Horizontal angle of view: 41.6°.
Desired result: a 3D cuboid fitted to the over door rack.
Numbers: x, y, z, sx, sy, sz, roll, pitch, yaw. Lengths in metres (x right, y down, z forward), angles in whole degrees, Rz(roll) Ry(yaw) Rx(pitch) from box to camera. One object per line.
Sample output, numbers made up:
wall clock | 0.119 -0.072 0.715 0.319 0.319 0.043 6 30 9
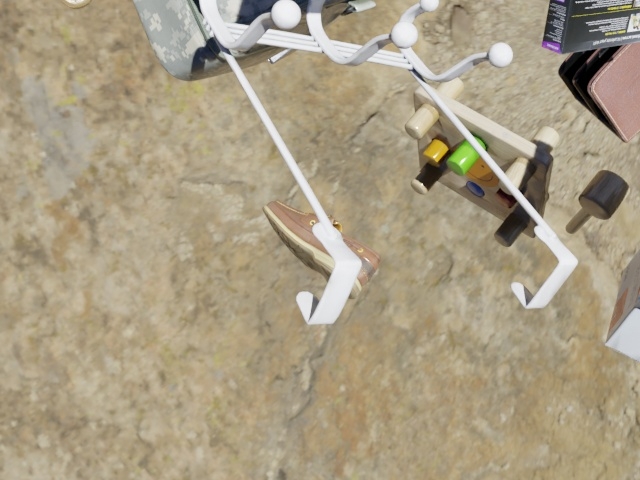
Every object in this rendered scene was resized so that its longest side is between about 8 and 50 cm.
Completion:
over door rack | 0.060 -0.100 0.669 0.108 0.240 0.324 -51 49 43

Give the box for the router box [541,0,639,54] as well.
router box | 0.408 -0.346 1.209 0.046 0.179 0.133 43 138 48

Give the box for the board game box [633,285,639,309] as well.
board game box | 0.435 -0.045 0.818 0.144 0.142 0.275 21 79 1

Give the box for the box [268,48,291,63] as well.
box | -0.010 -0.498 1.889 0.231 0.183 0.056 -31 98 31

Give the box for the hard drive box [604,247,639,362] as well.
hard drive box | 0.498 0.038 1.154 0.089 0.181 0.232 27 133 8

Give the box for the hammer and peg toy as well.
hammer and peg toy | 0.308 -0.096 1.398 0.361 0.266 0.127 35 74 22

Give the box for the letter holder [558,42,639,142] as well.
letter holder | 0.568 -0.359 1.457 0.302 0.214 0.152 -43 49 13

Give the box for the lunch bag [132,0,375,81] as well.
lunch bag | -0.082 -0.354 0.900 0.256 0.212 0.305 -14 100 42

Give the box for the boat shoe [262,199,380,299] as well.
boat shoe | 0.000 0.000 0.990 0.060 0.064 0.178 -43 52 -12

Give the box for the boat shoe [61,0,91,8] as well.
boat shoe | -0.258 -0.291 0.843 0.050 0.045 0.135 -17 86 -10
